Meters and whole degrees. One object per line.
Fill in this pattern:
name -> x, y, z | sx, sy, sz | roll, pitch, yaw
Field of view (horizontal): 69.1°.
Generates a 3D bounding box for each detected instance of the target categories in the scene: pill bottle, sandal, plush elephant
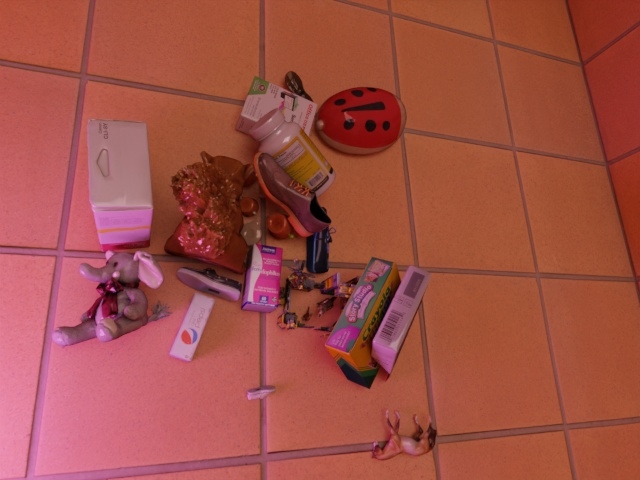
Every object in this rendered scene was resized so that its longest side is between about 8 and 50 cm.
pill bottle -> -0.108, -0.317, 1.736 | 0.334, 0.188, 0.187 | 50, 61, -24
sandal -> -0.097, -0.632, 1.981 | 0.072, 0.049, 0.180 | -41, 105, -22
plush elephant -> -0.614, 0.149, 1.404 | 0.330, 0.272, 0.255 | -15, 92, -54

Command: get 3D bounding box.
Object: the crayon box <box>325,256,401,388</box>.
crayon box -> 0.178, 0.292, 1.640 | 0.106, 0.313, 0.362 | 16, 61, 28

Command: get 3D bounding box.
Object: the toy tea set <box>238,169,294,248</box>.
toy tea set -> -0.217, -0.134, 1.752 | 0.200, 0.124, 0.335 | -11, 79, 6

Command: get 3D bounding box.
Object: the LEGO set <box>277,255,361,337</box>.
LEGO set -> 0.009, 0.218, 1.657 | 0.332, 0.192, 0.254 | 18, 67, -15

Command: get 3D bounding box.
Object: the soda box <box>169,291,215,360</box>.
soda box -> -0.423, 0.286, 1.535 | 0.074, 0.069, 0.216 | 23, 65, -13

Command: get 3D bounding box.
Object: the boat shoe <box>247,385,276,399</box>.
boat shoe -> -0.198, 0.517, 1.571 | 0.100, 0.035, 0.035 | -4, 102, -27

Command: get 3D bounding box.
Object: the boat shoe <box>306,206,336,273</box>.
boat shoe -> 0.000, 0.000, 1.792 | 0.089, 0.109, 0.258 | 9, 86, -26

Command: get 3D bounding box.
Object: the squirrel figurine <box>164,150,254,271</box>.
squirrel figurine -> -0.336, -0.116, 1.512 | 0.281, 0.397, 0.370 | 16, 78, -4

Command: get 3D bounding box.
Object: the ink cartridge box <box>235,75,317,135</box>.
ink cartridge box -> -0.173, -0.497, 1.863 | 0.279, 0.117, 0.201 | 20, 67, -15

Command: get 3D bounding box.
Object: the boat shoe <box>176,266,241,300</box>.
boat shoe -> -0.377, 0.134, 1.603 | 0.229, 0.080, 0.076 | 21, 49, -11

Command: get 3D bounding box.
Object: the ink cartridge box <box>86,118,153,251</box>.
ink cartridge box -> -0.610, -0.153, 1.427 | 0.161, 0.385, 0.278 | -4, 75, -23

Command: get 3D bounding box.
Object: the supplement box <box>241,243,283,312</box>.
supplement box -> -0.207, 0.135, 1.646 | 0.111, 0.114, 0.219 | 9, 68, -18

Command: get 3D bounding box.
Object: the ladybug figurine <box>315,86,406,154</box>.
ladybug figurine -> 0.189, -0.528, 1.991 | 0.450, 0.162, 0.304 | -19, 81, -25

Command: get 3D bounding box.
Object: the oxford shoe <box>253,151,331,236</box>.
oxford shoe -> -0.092, -0.175, 1.637 | 0.363, 0.133, 0.129 | 51, 40, -27

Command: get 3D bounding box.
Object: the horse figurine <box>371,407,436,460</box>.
horse figurine -> 0.319, 0.716, 1.689 | 0.264, 0.066, 0.174 | 14, 63, -14

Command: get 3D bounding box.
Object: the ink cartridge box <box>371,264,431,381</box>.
ink cartridge box -> 0.275, 0.307, 1.660 | 0.091, 0.384, 0.308 | 23, 63, 14
